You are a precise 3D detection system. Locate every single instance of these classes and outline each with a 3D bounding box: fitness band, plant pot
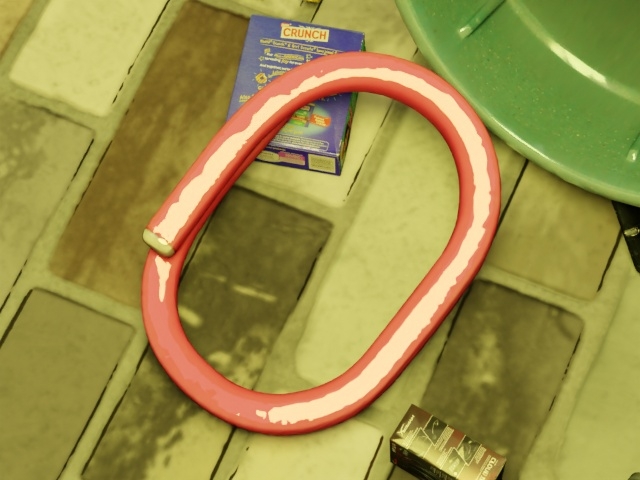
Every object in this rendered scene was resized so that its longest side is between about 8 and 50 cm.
[{"bbox_3d":[0.000,0.000,1.158,0.209,0.054,0.291,37,83,8],"label":"fitness band"},{"bbox_3d":[0.271,-0.253,1.133,0.341,0.341,0.334,32,57,15],"label":"plant pot"}]

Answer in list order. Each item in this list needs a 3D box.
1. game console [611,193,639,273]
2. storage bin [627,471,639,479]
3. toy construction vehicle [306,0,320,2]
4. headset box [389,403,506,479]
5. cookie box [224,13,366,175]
[{"bbox_3d":[0.267,-0.044,1.214,0.122,0.071,0.107,-22,98,-6],"label":"game console"},{"bbox_3d":[0.273,0.182,1.081,0.135,0.098,0.091,38,64,16],"label":"storage bin"},{"bbox_3d":[-0.028,-0.238,1.295,0.086,0.035,0.098,13,69,8],"label":"toy construction vehicle"},{"bbox_3d":[0.090,0.153,1.112,0.083,0.062,0.032,31,73,14],"label":"headset box"},{"bbox_3d":[-0.018,-0.112,1.238,0.092,0.040,0.107,10,69,5],"label":"cookie box"}]
